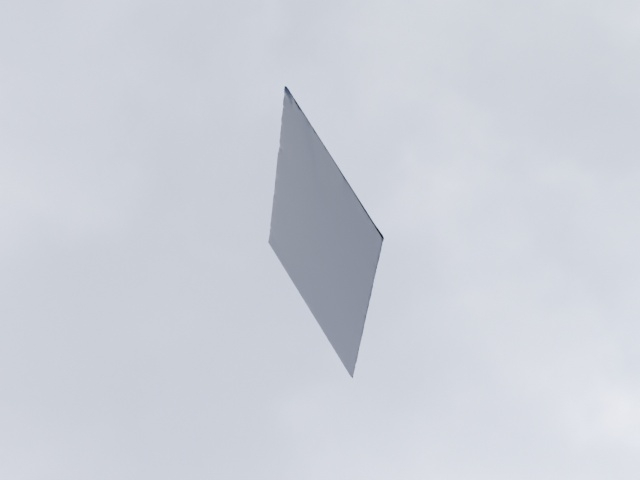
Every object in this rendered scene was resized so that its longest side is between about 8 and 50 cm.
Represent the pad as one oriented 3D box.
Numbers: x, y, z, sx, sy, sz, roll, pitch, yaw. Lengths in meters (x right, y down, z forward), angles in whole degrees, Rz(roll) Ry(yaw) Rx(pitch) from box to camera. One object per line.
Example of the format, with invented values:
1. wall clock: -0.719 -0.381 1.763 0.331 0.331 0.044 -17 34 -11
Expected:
1. pad: 0.000 0.000 0.964 0.004 0.190 0.127 -22 -117 -19
